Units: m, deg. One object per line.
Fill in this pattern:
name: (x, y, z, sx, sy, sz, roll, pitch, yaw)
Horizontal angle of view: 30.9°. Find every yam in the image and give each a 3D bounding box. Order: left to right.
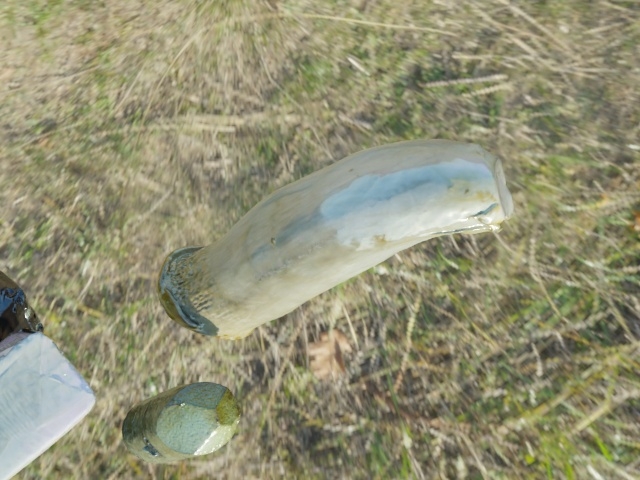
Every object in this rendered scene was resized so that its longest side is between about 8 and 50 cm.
yam: (-0.130, 0.169, 1.061, 0.069, 0.146, 0.070, 8, 73, -27)

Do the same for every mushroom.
mushroom: (0.000, 0.000, 0.970, 0.351, 0.095, 0.122, -22, 136, 38)

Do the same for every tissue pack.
tissue pack: (-0.376, 0.199, 1.360, 0.185, 0.225, 0.124, -37, 98, -18)

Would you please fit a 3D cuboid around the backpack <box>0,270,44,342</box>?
backpack: (-0.427, 0.115, 1.544, 0.120, 0.105, 0.165, 37, 136, 27)
